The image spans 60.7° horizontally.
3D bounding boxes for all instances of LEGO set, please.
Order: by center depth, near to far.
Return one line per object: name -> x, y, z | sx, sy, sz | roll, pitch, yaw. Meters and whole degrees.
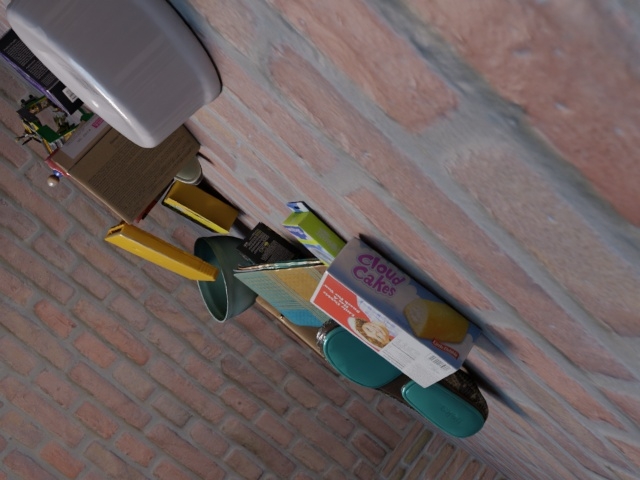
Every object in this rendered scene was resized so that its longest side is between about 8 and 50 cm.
LEGO set -> -1.002, -0.420, 2.129 | 0.331, 0.255, 0.192 | 29, 149, 16

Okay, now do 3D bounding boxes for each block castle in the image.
block castle -> -0.644, -0.199, 1.707 | 0.303, 0.212, 0.453 | 37, 180, -16

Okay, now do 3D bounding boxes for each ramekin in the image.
ramekin -> -0.287, -0.258, 0.761 | 0.277, 0.135, 0.277 | 38, 168, 10

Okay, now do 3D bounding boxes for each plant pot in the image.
plant pot -> -0.288, 0.110, 1.867 | 0.293, 0.196, 0.292 | 33, 130, 49

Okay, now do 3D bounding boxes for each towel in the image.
towel -> -0.015, 0.133, 1.335 | 0.370, 0.040, 0.271 | -8, 137, 47

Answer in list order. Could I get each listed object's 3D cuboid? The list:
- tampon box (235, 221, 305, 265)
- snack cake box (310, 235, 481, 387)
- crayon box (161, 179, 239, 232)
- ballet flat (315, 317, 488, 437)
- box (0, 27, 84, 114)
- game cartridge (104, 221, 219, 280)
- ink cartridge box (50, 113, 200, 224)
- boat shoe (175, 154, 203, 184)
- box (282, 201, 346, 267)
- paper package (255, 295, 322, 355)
tampon box -> -0.127, 0.049, 1.500 | 0.161, 0.101, 0.120 | 35, 167, 23
snack cake box -> 0.121, 0.129, 0.949 | 0.264, 0.089, 0.152 | 37, 154, 7
crayon box -> -0.366, -0.100, 1.656 | 0.202, 0.081, 0.318 | 31, 172, -18
ballet flat -> 0.172, 0.258, 1.182 | 0.483, 0.164, 0.182 | 36, -155, -24
box -> -0.753, -0.471, 1.502 | 0.207, 0.108, 0.153 | 38, 169, 7
game cartridge -> -0.498, 0.041, 1.724 | 0.324, 0.052, 0.285 | 28, 164, -26
ink cartridge box -> -0.394, -0.182, 1.136 | 0.088, 0.234, 0.193 | 30, 164, 37
boat shoe -> -0.353, -0.202, 1.340 | 0.228, 0.081, 0.068 | 42, 174, 28
box -> 0.000, 0.000, 1.064 | 0.178, 0.042, 0.109 | 43, 168, -17
paper package -> -0.012, 0.246, 1.722 | 0.325, 0.168, 0.309 | 43, 170, -20
